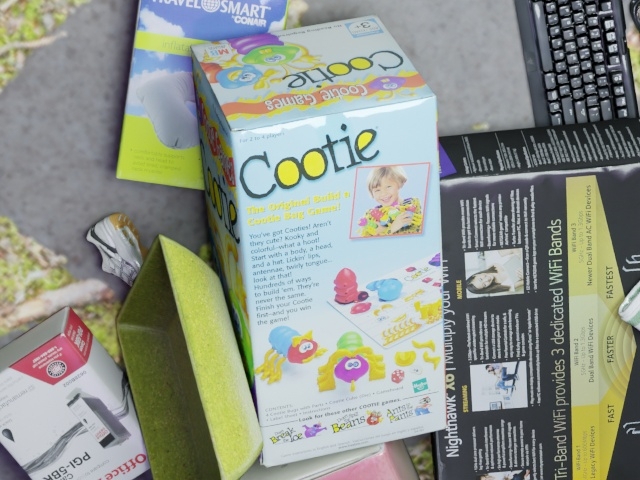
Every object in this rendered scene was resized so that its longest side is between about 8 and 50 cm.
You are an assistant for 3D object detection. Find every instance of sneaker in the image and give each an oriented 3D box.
[{"bbox_3d":[-0.148,0.018,1.420,0.037,0.032,0.083,-22,108,22],"label":"sneaker"}]

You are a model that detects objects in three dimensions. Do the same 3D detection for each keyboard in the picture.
[{"bbox_3d":[0.205,-0.142,1.370,0.108,0.023,0.180,-12,114,2],"label":"keyboard"}]

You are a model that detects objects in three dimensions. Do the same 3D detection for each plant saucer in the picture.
[{"bbox_3d":[-0.093,0.110,1.349,0.045,0.188,0.188,-9,71,-20],"label":"plant saucer"}]

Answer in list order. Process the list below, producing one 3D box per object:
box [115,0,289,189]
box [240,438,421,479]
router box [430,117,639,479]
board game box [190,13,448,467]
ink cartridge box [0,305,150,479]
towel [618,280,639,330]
[{"bbox_3d":[-0.085,-0.126,1.353,0.109,0.042,0.178,7,113,-6],"label":"box"},{"bbox_3d":[0.030,0.243,1.454,0.127,0.148,0.232,-22,113,5],"label":"box"},{"bbox_3d":[0.200,0.064,1.412,0.243,0.081,0.309,-5,118,-1],"label":"router box"},{"bbox_3d":[0.000,0.000,1.323,0.144,0.142,0.275,-10,122,-11],"label":"board game box"},{"bbox_3d":[-0.197,0.136,1.449,0.099,0.056,0.135,-33,110,10],"label":"ink cartridge box"},{"bbox_3d":[0.307,0.045,1.354,0.152,0.023,0.113,28,113,-22],"label":"towel"}]
